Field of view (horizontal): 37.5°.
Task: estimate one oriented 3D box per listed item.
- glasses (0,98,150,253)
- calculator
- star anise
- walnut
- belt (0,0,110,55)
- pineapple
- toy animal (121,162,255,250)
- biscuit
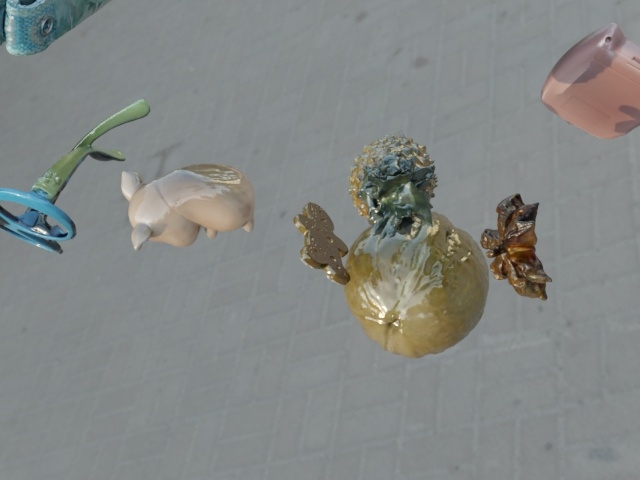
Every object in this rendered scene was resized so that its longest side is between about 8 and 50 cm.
[{"bbox_3d":[-0.263,-0.057,1.020,0.206,0.102,0.239,-31,3,-19],"label":"glasses"},{"bbox_3d":[0.562,-0.294,1.860,0.048,0.220,0.330,-62,1,-20],"label":"calculator"},{"bbox_3d":[0.350,0.010,1.711,0.111,0.212,0.196,-12,42,7],"label":"star anise"},{"bbox_3d":[0.202,0.083,1.978,0.332,0.333,0.333,-26,39,23],"label":"walnut"},{"bbox_3d":[-0.276,-0.296,1.070,0.302,0.087,0.072,-50,-14,-47],"label":"belt"},{"bbox_3d":[0.117,-0.082,1.552,0.169,0.169,0.340,-35,8,12],"label":"pineapple"},{"bbox_3d":[-0.249,-0.068,1.819,0.250,0.154,0.166,-14,42,-10],"label":"toy animal"},{"bbox_3d":[0.000,0.000,1.839,0.031,0.138,0.205,-42,34,26],"label":"biscuit"}]
